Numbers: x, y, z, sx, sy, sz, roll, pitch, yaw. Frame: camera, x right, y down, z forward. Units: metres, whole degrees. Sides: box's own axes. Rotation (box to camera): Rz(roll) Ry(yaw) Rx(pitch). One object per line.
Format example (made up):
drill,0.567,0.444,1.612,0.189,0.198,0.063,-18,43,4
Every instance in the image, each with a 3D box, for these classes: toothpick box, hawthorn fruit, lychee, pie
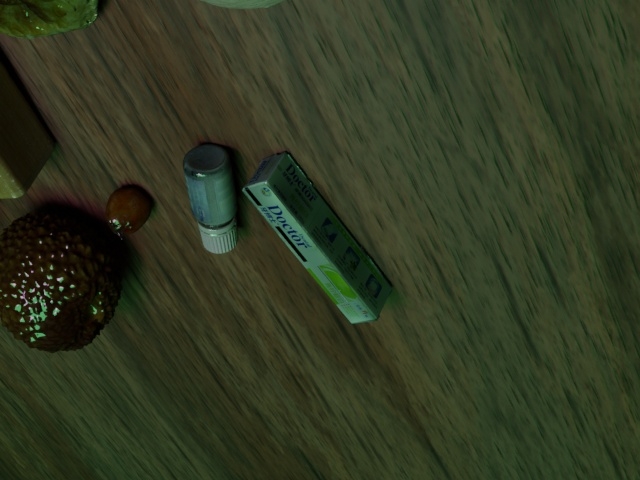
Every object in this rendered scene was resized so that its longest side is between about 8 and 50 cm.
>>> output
toothpick box,-0.617,-0.228,1.908,0.187,0.190,0.308,-1,136,26
hawthorn fruit,-0.357,-0.048,2.018,0.081,0.093,0.081,13,138,12
lychee,-0.518,0.074,2.124,0.267,0.267,0.267,15,138,13
pie,-0.474,-0.400,1.678,0.306,0.071,0.306,14,158,6

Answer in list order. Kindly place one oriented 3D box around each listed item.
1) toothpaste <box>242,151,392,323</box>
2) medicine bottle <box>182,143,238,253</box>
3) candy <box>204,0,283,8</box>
toothpaste,0.000,0.000,1.895,0.067,0.081,0.336,-14,125,41
medicine bottle,-0.186,-0.067,1.918,0.083,0.083,0.203,12,136,16
candy,-0.117,-0.422,1.439,0.295,0.185,0.295,16,134,17
